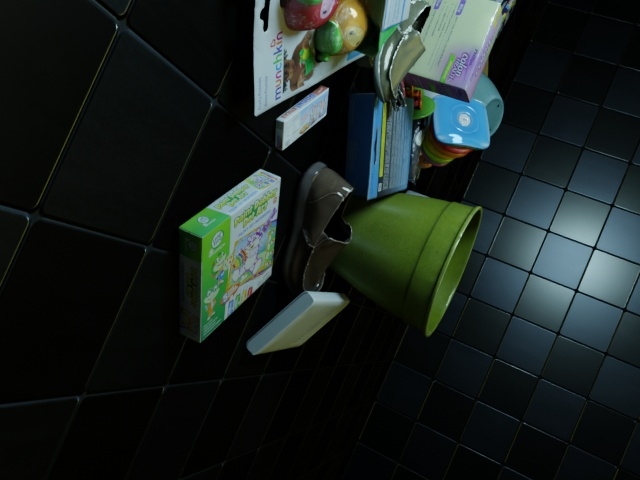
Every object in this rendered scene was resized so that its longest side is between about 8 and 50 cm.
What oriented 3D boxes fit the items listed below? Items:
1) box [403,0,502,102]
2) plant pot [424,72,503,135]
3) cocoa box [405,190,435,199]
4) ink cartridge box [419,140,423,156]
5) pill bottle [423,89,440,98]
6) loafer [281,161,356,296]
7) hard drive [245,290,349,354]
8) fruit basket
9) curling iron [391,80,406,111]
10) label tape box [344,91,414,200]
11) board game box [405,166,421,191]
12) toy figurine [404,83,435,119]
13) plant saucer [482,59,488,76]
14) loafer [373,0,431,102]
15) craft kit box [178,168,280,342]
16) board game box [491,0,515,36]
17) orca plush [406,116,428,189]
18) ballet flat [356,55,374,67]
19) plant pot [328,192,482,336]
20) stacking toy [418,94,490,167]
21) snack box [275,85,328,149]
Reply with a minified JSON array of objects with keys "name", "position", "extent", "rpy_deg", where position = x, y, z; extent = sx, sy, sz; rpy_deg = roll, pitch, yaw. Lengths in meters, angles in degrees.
[{"name":"box","position":[0.283,-0.480,1.519],"extent":[0.213,0.243,0.117],"rpy_deg":[-69,161,3]},{"name":"plant pot","position":[0.470,-0.420,2.024],"extent":[0.290,0.195,0.290],"rpy_deg":[-26,131,-34]},{"name":"cocoa box","position":[0.350,0.039,2.310],"extent":[0.228,0.231,0.347],"rpy_deg":[-44,151,-47]},{"name":"ink cartridge box","position":[0.288,-0.279,2.042],"extent":[0.104,0.062,0.181],"rpy_deg":[-60,160,-20]},{"name":"pill bottle","position":[0.355,-0.528,1.830],"extent":[0.131,0.131,0.229],"rpy_deg":[-23,133,-64]},{"name":"loafer","position":[0.000,0.000,1.478],"extent":[0.134,0.130,0.366],"rpy_deg":[-46,152,-46]},{"name":"hard drive","position":[-0.048,0.208,1.607],"extent":[0.203,0.040,0.307],"rpy_deg":[-42,163,10]},{"name":"fruit basket","position":[0.020,-0.403,1.027],"extent":[0.353,0.165,0.327],"rpy_deg":[-44,151,-42]},{"name":"curling iron","position":[0.164,-0.426,1.405],"extent":[0.068,0.035,0.274],"rpy_deg":[-24,108,-76]},{"name":"label tape box","position":[0.128,-0.232,1.519],"extent":[0.334,0.106,0.240],"rpy_deg":[-21,116,-65]},{"name":"board game box","position":[0.337,-0.280,2.228],"extent":[0.126,0.026,0.186],"rpy_deg":[-43,150,-51]},{"name":"toy figurine","position":[0.248,-0.441,1.705],"extent":[0.173,0.130,0.159],"rpy_deg":[-79,165,-47]},{"name":"plant saucer","position":[0.521,-0.557,2.328],"extent":[0.332,0.081,0.333],"rpy_deg":[-64,161,-8]},{"name":"loafer","position":[0.174,-0.407,1.317],"extent":[0.094,0.087,0.251],"rpy_deg":[37,66,-70]},{"name":"craft kit box","position":[-0.168,0.025,1.177],"extent":[0.250,0.061,0.246],"rpy_deg":[-46,149,-47]},{"name":"board game box","position":[0.550,-0.755,2.080],"extent":[0.170,0.141,0.048],"rpy_deg":[-57,157,-27]},{"name":"orca plush","position":[0.242,-0.294,1.869],"extent":[0.151,0.102,0.287],"rpy_deg":[-162,-96,-84]},{"name":"ballet flat","position":[0.113,-0.466,1.347],"extent":[0.072,0.068,0.213],"rpy_deg":[-54,157,-35]},{"name":"plant pot","position":[0.197,0.021,1.690],"extent":[0.366,0.353,0.366],"rpy_deg":[-53,156,-36]},{"name":"stacking toy","position":[0.364,-0.290,1.901],"extent":[0.302,0.175,0.165],"rpy_deg":[130,-37,-64]},{"name":"snack box","position":[-0.035,-0.249,1.264],"extent":[0.178,0.022,0.064],"rpy_deg":[-48,152,-44]}]
